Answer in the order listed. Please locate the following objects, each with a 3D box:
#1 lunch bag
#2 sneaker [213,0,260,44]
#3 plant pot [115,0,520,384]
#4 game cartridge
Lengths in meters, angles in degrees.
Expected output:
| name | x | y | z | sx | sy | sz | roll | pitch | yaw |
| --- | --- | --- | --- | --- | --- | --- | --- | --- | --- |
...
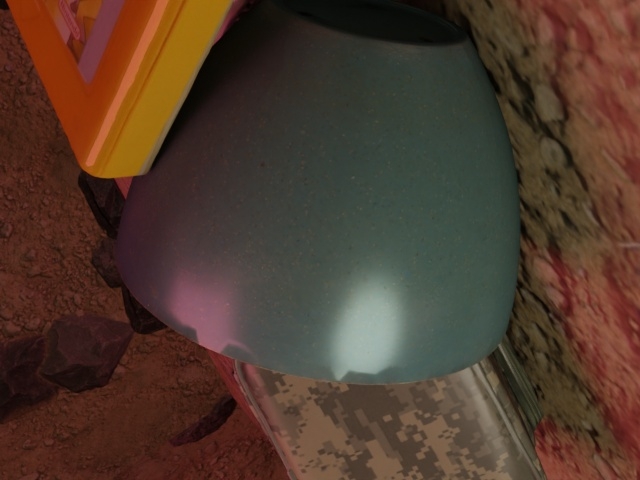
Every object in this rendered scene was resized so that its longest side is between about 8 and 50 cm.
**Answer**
| name | x | y | z | sx | sy | sz | roll | pitch | yaw |
| --- | --- | --- | --- | --- | --- | --- | --- | --- | --- |
| lunch bag | 0.070 | 0.118 | 0.924 | 0.305 | 0.213 | 0.256 | 61 | -167 | -17 |
| sneaker | -0.033 | -0.248 | 0.666 | 0.127 | 0.126 | 0.321 | 53 | 155 | -1 |
| plant pot | 0.014 | -0.062 | 0.685 | 0.290 | 0.290 | 0.195 | 42 | 129 | 46 |
| game cartridge | -0.120 | -0.247 | 0.589 | 0.285 | 0.053 | 0.323 | 60 | 137 | 28 |
